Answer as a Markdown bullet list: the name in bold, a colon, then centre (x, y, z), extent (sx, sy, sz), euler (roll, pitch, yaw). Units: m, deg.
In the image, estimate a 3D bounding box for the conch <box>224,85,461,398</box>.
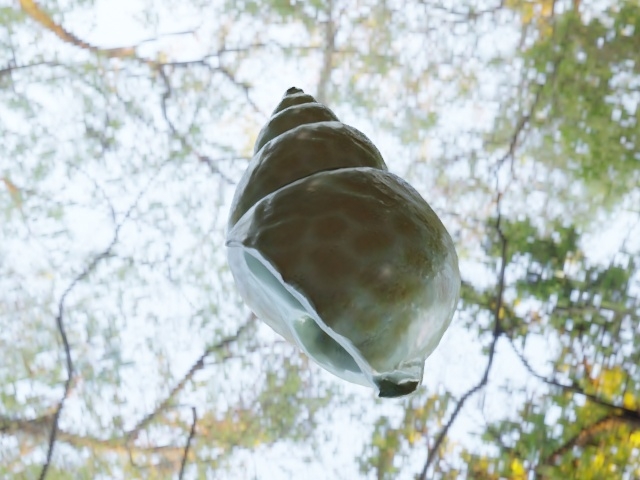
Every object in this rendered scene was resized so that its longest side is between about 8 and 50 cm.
- **conch**: centre (0.012, 0.007, 0.644), extent (0.116, 0.106, 0.173), euler (35, -176, -17)
